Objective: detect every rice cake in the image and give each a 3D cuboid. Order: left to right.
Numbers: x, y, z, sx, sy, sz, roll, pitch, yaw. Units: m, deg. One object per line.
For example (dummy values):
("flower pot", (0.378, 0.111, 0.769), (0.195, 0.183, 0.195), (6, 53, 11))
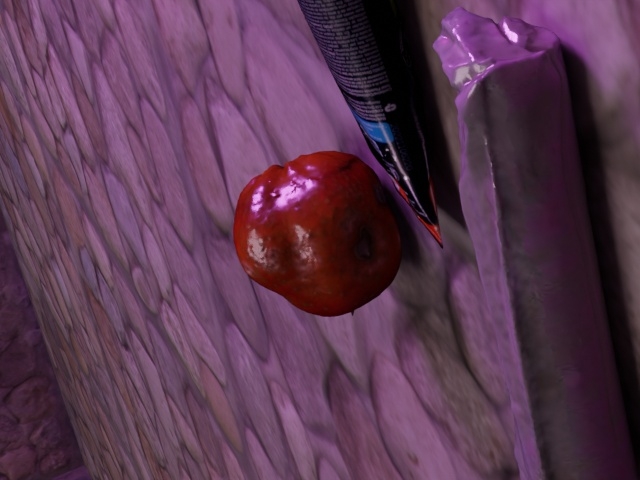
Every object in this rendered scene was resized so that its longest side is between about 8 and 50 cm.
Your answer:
("rice cake", (0.091, 0.037, 0.610), (0.055, 0.049, 0.269), (-93, -10, -64))

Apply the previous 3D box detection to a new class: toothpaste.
("toothpaste", (0.018, -0.089, 0.699), (0.071, 0.045, 0.193), (-123, 10, -60))

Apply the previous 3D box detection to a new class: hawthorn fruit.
("hawthorn fruit", (0.000, 0.000, 0.803), (0.093, 0.093, 0.093), (58, 162, 31))
